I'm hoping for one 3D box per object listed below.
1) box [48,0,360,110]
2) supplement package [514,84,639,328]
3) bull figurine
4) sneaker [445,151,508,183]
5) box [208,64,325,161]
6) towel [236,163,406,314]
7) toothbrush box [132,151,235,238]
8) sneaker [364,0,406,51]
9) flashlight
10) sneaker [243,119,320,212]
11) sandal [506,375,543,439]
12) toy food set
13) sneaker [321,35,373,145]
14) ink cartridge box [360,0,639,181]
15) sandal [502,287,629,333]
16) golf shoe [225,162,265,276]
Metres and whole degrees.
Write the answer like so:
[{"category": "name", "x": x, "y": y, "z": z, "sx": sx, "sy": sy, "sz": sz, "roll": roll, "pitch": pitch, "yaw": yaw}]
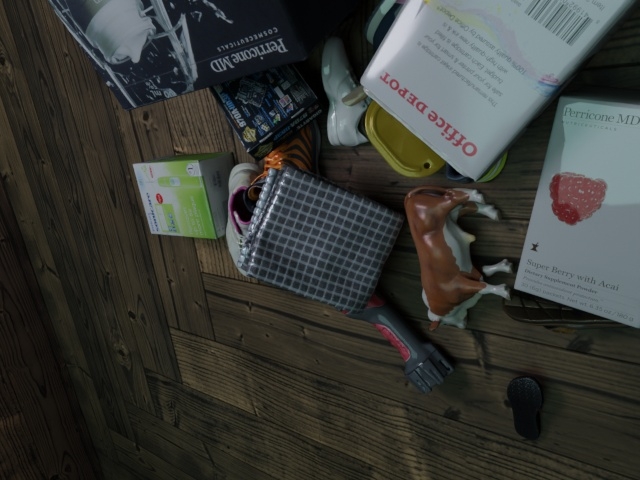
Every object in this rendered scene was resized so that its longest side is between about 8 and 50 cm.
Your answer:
[{"category": "box", "x": -0.246, "y": -0.530, "z": 0.806, "sx": 0.480, "sy": 0.297, "sz": 0.471, "roll": -2, "pitch": 133, "yaw": 35}, {"category": "supplement package", "x": 0.419, "y": -0.060, "z": 0.697, "sx": 0.177, "sy": 0.175, "sz": 0.293, "roll": 18, "pitch": 120, "yaw": 32}, {"category": "bull figurine", "x": 0.259, "y": 0.039, "z": 0.918, "sx": 0.188, "sy": 0.101, "sz": 0.310, "roll": -12, "pitch": 104, "yaw": 36}, {"category": "sneaker", "x": 0.259, "y": -0.228, "z": 0.781, "sx": 0.111, "sy": 0.121, "sz": 0.300, "roll": 11, "pitch": 116, "yaw": 34}, {"category": "box", "x": -0.119, "y": -0.299, "z": 0.995, "sx": 0.175, "sy": 0.051, "sz": 0.220, "roll": -36, "pitch": 66, "yaw": 8}, {"category": "towel", "x": 0.000, "y": 0.000, "z": 0.950, "sx": 0.284, "sy": 0.121, "sz": 0.235, "roll": 20, "pitch": 99, "yaw": -17}, {"category": "toothbrush box", "x": -0.356, "y": -0.124, "z": 1.306, "sx": 0.283, "sy": 0.122, "sz": 0.206, "roll": 6, "pitch": 113, "yaw": 37}, {"category": "sneaker", "x": 0.202, "y": -0.400, "z": 0.754, "sx": 0.131, "sy": 0.112, "sz": 0.319, "roll": 58, "pitch": 141, "yaw": 14}, {"category": "flashlight", "x": 0.149, "y": 0.206, "z": 1.078, "sx": 0.304, "sy": 0.103, "sz": 0.103, "roll": 49, "pitch": 157, "yaw": 9}, {"category": "sneaker", "x": -0.088, "y": -0.169, "z": 1.036, "sx": 0.125, "sy": 0.180, "sz": 0.321, "roll": -5, "pitch": 106, "yaw": 39}, {"category": "sandal", "x": 0.417, "y": 0.330, "z": 0.971, "sx": 0.067, "sy": 0.040, "sz": 0.179, "roll": 14, "pitch": 132, "yaw": 39}, {"category": "toy food set", "x": 0.157, "y": -0.218, "z": 0.910, "sx": 0.128, "sy": 0.071, "sz": 0.218, "roll": -39, "pitch": 86, "yaw": 17}, {"category": "sneaker", "x": 0.060, "y": -0.293, "z": 0.950, "sx": 0.094, "sy": 0.080, "sz": 0.212, "roll": 5, "pitch": 120, "yaw": 24}, {"category": "ink cartridge box", "x": 0.229, "y": -0.270, "z": 0.621, "sx": 0.226, "sy": 0.131, "sz": 0.306, "roll": 45, "pitch": 130, "yaw": 12}, {"category": "sandal", "x": 0.435, "y": 0.128, "z": 0.846, "sx": 0.219, "sy": 0.090, "sz": 0.060, "roll": -1, "pitch": 131, "yaw": 31}, {"category": "golf shoe", "x": -0.183, "y": -0.028, "z": 1.170, "sx": 0.115, "sy": 0.140, "sz": 0.306, "roll": -1, "pitch": 117, "yaw": -2}]
